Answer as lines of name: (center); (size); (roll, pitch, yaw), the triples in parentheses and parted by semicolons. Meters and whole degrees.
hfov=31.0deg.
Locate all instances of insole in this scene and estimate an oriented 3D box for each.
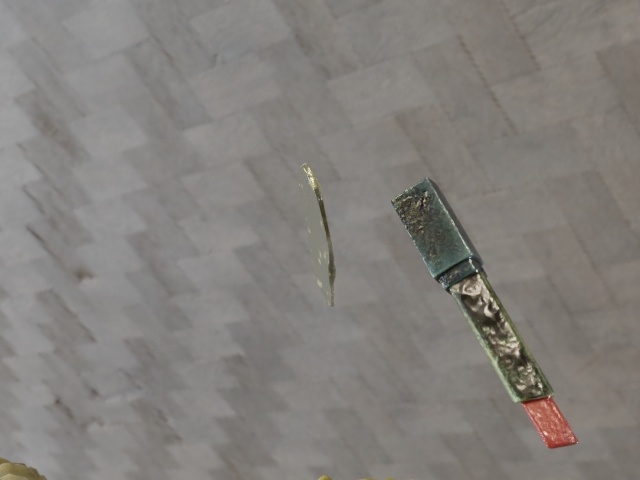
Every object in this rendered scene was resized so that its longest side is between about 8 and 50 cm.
insole: (0.000, 0.000, 1.305); (0.248, 0.011, 0.081); (84, 161, -58)

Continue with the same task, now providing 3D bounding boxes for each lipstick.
lipstick: (0.166, 0.077, 1.162); (0.312, 0.051, 0.051); (63, -169, 24)

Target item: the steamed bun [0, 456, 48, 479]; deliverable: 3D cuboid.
steamed bun: (-0.230, 0.215, 0.636); (0.289, 0.203, 0.276); (7, 159, 34)

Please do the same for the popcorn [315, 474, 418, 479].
popcorn: (0.039, 0.238, 0.673); (0.173, 0.168, 0.195); (45, -172, -44)
